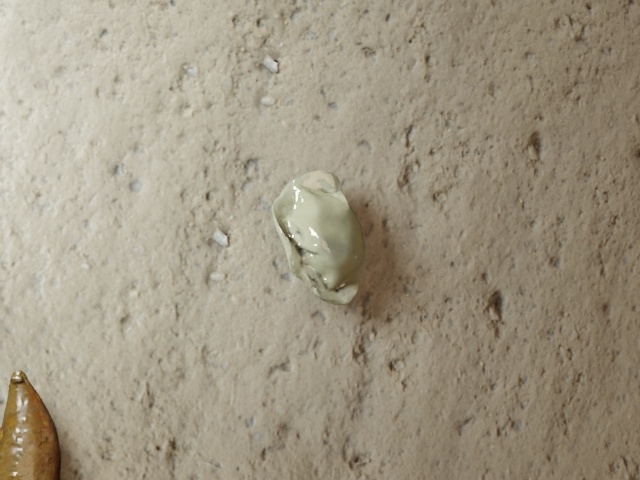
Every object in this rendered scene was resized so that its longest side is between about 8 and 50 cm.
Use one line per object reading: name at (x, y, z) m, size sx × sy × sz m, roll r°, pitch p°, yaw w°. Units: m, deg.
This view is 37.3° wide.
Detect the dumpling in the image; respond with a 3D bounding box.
dumpling at (0.000, 0.000, 1.723) m, size 0.162 × 0.132 × 0.250 m, roll -15°, pitch 92°, yaw -22°

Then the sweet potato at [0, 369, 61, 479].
sweet potato at (-0.484, 0.381, 1.544) m, size 0.131 × 0.131 × 0.336 m, roll -11°, pitch 91°, yaw -19°
